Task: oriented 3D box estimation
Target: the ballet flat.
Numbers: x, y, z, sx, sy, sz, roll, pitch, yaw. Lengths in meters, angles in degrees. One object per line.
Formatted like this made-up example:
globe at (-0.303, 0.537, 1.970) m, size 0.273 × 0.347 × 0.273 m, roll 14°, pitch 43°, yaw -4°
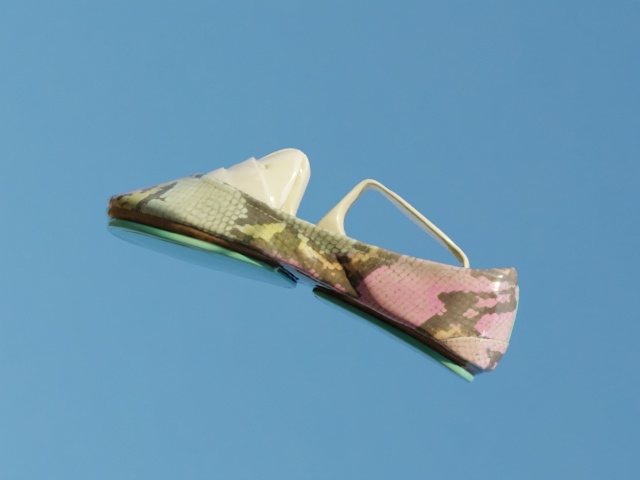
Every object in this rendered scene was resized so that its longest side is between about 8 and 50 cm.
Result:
ballet flat at (0.000, 0.000, 1.037) m, size 0.221 × 0.077 × 0.079 m, roll 22°, pitch -96°, yaw 10°
